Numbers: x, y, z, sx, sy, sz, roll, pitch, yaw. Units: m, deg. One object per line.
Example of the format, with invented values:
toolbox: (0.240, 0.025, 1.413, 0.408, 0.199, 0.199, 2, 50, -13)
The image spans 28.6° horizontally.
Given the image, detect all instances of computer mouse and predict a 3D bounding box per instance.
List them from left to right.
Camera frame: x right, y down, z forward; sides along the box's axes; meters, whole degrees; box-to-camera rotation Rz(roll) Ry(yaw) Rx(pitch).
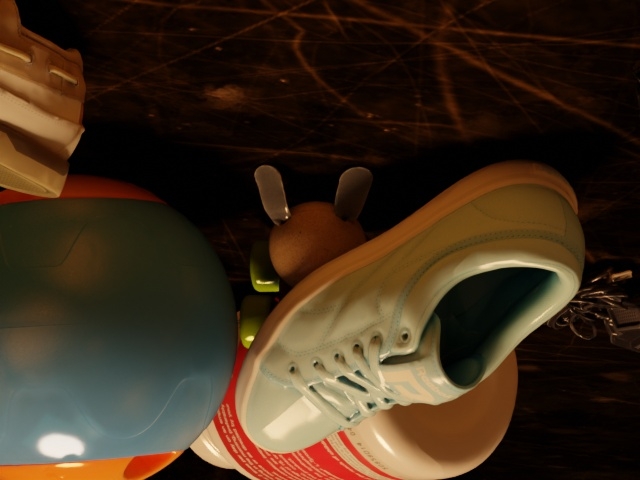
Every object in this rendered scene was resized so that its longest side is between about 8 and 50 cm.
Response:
computer mouse: (0.386, 0.085, 1.355, 0.272, 0.072, 0.188, 19, 163, -5)

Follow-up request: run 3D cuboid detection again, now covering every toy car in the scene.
toy car: (0.000, 0.000, 1.142, 0.155, 0.149, 0.188, -1, 134, 8)

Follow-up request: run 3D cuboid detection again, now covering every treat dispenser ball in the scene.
treat dispenser ball: (-0.218, 0.084, 1.127, 0.288, 0.288, 0.288, 5, 163, 1)

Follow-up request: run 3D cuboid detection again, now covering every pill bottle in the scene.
pill bottle: (0.008, 0.166, 1.436, 0.229, 0.229, 0.408, 17, 159, -34)

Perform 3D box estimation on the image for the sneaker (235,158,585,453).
sneaker: (0.061, 0.083, 1.034, 0.135, 0.150, 0.366, 37, 115, -21)

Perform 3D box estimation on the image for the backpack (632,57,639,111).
backpack: (0.281, -0.040, 0.778, 0.117, 0.173, 0.158, 19, 157, -38)

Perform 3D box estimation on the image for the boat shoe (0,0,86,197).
boat shoe: (-0.248, -0.124, 0.775, 0.113, 0.103, 0.302, 12, 168, 22)
